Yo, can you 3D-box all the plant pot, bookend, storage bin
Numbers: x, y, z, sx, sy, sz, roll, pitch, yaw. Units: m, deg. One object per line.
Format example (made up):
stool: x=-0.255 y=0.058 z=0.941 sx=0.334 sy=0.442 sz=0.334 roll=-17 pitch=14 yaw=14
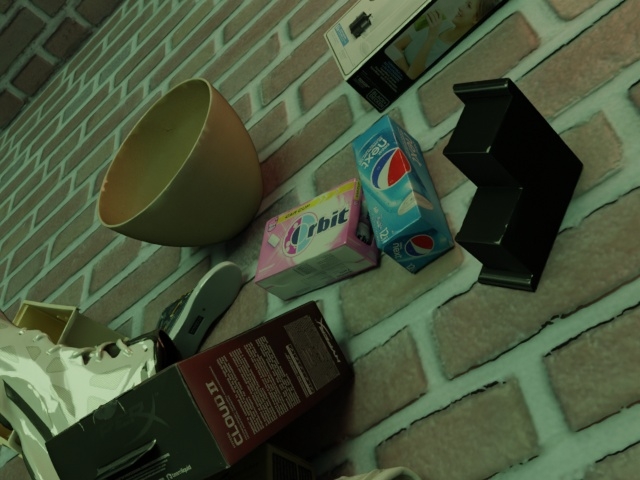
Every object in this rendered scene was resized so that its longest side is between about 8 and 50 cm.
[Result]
plant pot: x=-0.208 y=-0.099 z=1.189 sx=0.284 sy=0.191 sz=0.284 roll=-29 pitch=42 yaw=30
bookend: x=0.178 y=-0.054 z=0.728 sx=0.072 sy=0.156 sz=0.157 roll=7 pitch=68 yaw=51
storage bin: x=-0.508 y=0.257 z=1.300 sx=0.262 sy=0.123 sz=0.260 roll=-2 pitch=60 yaw=49

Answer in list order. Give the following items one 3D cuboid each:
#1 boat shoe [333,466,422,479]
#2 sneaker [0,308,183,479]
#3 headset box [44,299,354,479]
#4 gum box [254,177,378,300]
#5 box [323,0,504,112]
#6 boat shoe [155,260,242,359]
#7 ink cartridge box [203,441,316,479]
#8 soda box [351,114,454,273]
boat shoe: x=0.024 y=0.285 z=0.540 sx=0.156 sy=0.135 sz=0.367 roll=-32 pitch=-1 yaw=23
sneaker: x=-0.356 y=0.192 z=1.070 sx=0.257 sy=0.169 sz=0.447 roll=-43 pitch=67 yaw=-9
headset box: x=-0.130 y=0.187 z=0.775 sx=0.218 sy=0.293 sz=0.110 roll=-32 pitch=83 yaw=28
gum box: x=0.000 y=0.000 z=0.968 sx=0.188 sy=0.062 sz=0.107 roll=-24 pitch=44 yaw=39
box: x=0.150 y=-0.351 z=1.072 sx=0.290 sy=0.087 sz=0.169 roll=-39 pitch=38 yaw=20
boat shoe: x=-0.199 y=0.100 z=1.119 sx=0.183 sy=0.065 sz=0.083 roll=-55 pitch=36 yaw=1
ink cartridge box: x=-0.109 y=0.361 z=0.776 sx=0.235 sy=0.088 sz=0.193 roll=-35 pitch=38 yaw=27
soda box: x=0.100 y=-0.064 z=0.901 sx=0.067 sy=0.071 sz=0.210 roll=-37 pitch=38 yaw=24
